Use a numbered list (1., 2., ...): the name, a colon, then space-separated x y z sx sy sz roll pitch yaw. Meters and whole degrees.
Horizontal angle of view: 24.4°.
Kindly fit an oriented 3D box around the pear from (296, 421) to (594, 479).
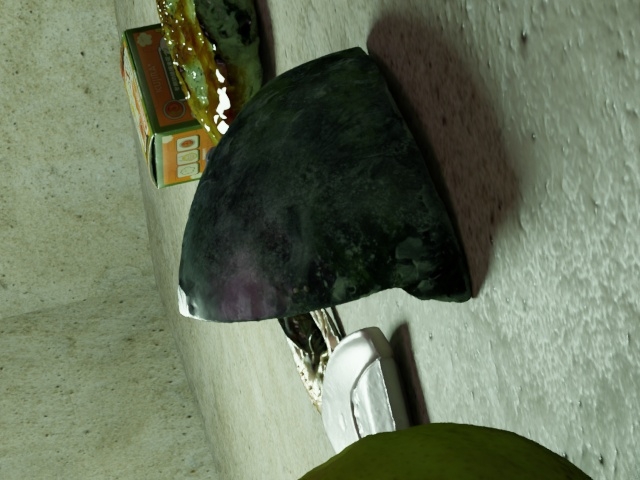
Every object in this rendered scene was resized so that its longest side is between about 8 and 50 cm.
1. pear: 0.078 0.313 0.941 0.391 0.391 0.391 167 90 -79

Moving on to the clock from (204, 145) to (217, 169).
1. clock: -0.049 -0.018 1.685 0.073 0.144 0.193 -99 1 -69

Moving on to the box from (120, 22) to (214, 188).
1. box: -0.216 -0.213 2.280 0.177 0.148 0.195 99 156 -65

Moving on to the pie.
1. pie: -0.154 -0.281 2.015 0.288 0.103 0.354 114 138 -71

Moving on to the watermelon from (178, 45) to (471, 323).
1. watermelon: 0.000 0.000 1.376 0.320 0.289 0.214 54 -172 32

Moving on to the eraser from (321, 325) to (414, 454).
1. eraser: 0.055 0.199 1.640 0.243 0.059 0.204 156 100 -75

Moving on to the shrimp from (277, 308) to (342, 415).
1. shrimp: -0.007 0.122 1.908 0.251 0.052 0.143 60 151 33
